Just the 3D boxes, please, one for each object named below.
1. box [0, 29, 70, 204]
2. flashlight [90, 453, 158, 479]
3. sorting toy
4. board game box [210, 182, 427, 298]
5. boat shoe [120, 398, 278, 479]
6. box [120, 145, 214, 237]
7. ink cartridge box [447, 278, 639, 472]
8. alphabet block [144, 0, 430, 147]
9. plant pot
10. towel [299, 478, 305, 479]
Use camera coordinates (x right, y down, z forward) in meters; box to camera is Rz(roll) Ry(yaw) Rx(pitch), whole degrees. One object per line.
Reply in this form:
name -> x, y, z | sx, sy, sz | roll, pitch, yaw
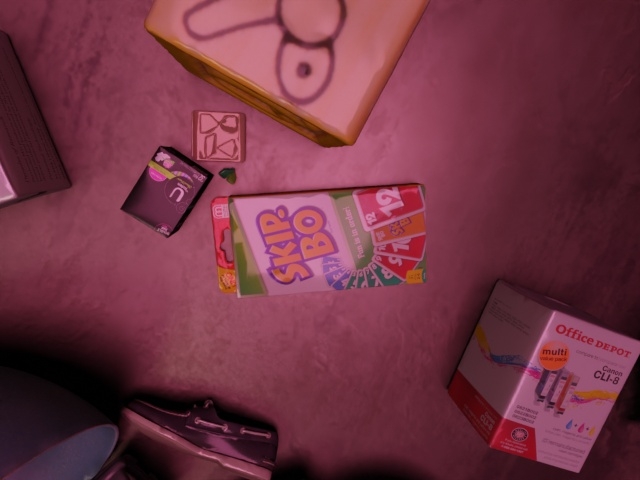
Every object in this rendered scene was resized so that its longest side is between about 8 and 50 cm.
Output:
box -> -0.389, -0.106, 0.438 | 0.181, 0.119, 0.182 | -17, 102, -2
flashlight -> -0.319, 0.394, 0.503 | 0.304, 0.103, 0.103 | -42, 143, -18
sorting toy -> -0.119, -0.108, 0.522 | 0.062, 0.012, 0.083 | 0, 98, -11
board game box -> 0.000, 0.000, 0.547 | 0.259, 0.039, 0.124 | -4, 101, -3
boat shoe -> -0.150, 0.243, 0.575 | 0.206, 0.075, 0.065 | 26, 54, -5
box -> -0.171, -0.056, 0.506 | 0.062, 0.052, 0.083 | 34, 97, -10
ink cartridge box -> 0.270, 0.160, 0.558 | 0.128, 0.127, 0.176 | 19, 97, -9
alphabet block -> -0.017, -0.218, 0.420 | 0.192, 0.193, 0.197 | 28, 97, -9
plant pot -> -0.391, 0.235, 0.447 | 0.195, 0.290, 0.290 | 39, 95, 12
towel -> -0.064, 0.494, 0.613 | 0.243, 0.040, 0.336 | -20, 102, 9
